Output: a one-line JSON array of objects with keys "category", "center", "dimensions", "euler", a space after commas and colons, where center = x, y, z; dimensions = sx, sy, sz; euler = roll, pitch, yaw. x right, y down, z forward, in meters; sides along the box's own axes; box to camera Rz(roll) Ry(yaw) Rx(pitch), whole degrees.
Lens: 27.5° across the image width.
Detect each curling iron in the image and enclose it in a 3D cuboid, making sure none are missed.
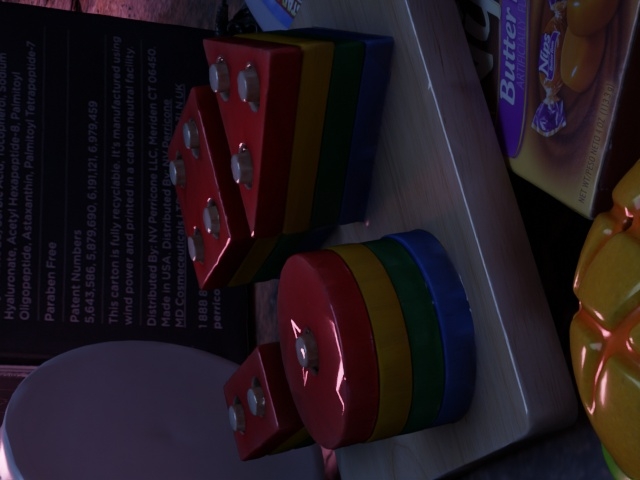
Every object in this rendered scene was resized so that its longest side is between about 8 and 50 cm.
[{"category": "curling iron", "center": [-0.032, -0.090, 0.905], "dimensions": [0.274, 0.035, 0.068], "euler": [-109, 31, -43]}]

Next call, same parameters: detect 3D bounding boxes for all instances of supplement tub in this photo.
[{"category": "supplement tub", "center": [-0.128, 0.246, 0.844], "dimensions": [0.228, 0.228, 0.316], "euler": [-118, 38, -51]}]

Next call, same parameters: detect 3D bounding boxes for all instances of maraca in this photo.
[{"category": "maraca", "center": [0.140, -0.001, 0.417], "dimensions": [0.127, 0.099, 0.186], "euler": [-22, 41, 63]}]

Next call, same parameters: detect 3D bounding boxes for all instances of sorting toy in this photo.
[{"category": "sorting toy", "center": [0.000, 0.000, 0.657], "dimensions": [0.255, 0.089, 0.257], "euler": [129, 129, -65]}]

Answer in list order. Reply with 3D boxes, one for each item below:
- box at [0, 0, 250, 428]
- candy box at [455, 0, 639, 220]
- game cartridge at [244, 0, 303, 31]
[{"category": "box", "center": [-0.359, 0.010, 1.109], "dimensions": [0.480, 0.471, 0.297], "euler": [149, 121, -62]}, {"category": "candy box", "center": [0.100, -0.088, 0.572], "dimensions": [0.186, 0.053, 0.109], "euler": [-135, 52, -62]}, {"category": "game cartridge", "center": [0.011, -0.211, 0.800], "dimensions": [0.297, 0.062, 0.198], "euler": [-126, 48, -56]}]
